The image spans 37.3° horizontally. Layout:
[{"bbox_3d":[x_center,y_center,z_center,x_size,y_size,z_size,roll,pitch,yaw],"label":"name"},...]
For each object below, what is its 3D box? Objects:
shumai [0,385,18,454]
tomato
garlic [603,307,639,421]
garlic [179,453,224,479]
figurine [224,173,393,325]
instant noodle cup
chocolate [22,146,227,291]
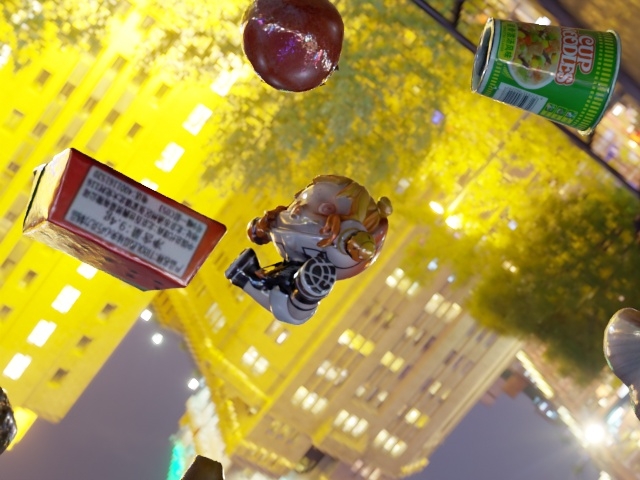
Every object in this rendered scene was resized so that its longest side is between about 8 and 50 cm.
[{"bbox_3d":[-0.707,0.275,1.737,0.346,0.283,0.217,12,-178,-38],"label":"shumai"},{"bbox_3d":[-0.047,-0.322,1.480,0.167,0.167,0.167,36,-169,-8],"label":"tomato"},{"bbox_3d":[0.436,0.100,1.032,0.207,0.257,0.207,31,161,12],"label":"garlic"},{"bbox_3d":[-0.276,0.608,2.003,0.143,0.112,0.318,42,-129,-34],"label":"garlic"},{"bbox_3d":[0.001,0.005,1.810,0.320,0.323,0.196,11,139,43],"label":"figurine"},{"bbox_3d":[0.411,-0.317,1.776,0.232,0.207,0.207,11,-166,-4],"label":"instant noodle cup"},{"bbox_3d":[-0.425,-0.029,1.958,0.360,0.162,0.341,28,164,-22],"label":"chocolate"}]
